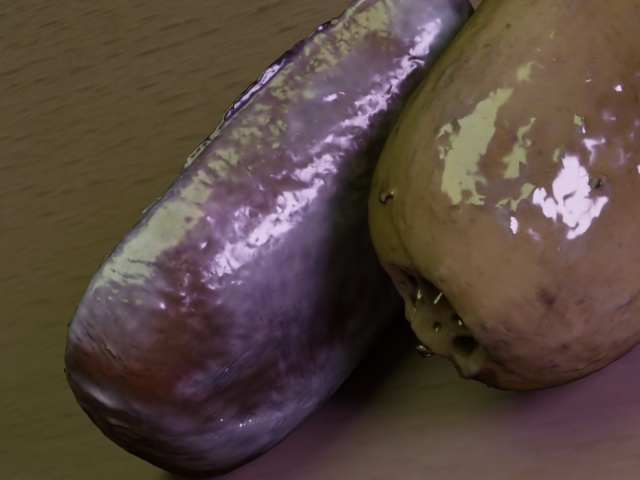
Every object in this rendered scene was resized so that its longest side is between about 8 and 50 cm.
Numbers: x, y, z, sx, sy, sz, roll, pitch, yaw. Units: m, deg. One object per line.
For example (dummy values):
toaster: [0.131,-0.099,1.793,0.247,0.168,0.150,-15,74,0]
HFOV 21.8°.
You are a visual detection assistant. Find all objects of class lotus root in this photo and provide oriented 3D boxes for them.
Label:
lotus root: [0.155,-0.077,0.824,0.342,0.169,0.151,-51,18,-18]

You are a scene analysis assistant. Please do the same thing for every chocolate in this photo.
chocolate: [0.000,0.000,0.895,0.100,0.185,0.303,31,73,31]
